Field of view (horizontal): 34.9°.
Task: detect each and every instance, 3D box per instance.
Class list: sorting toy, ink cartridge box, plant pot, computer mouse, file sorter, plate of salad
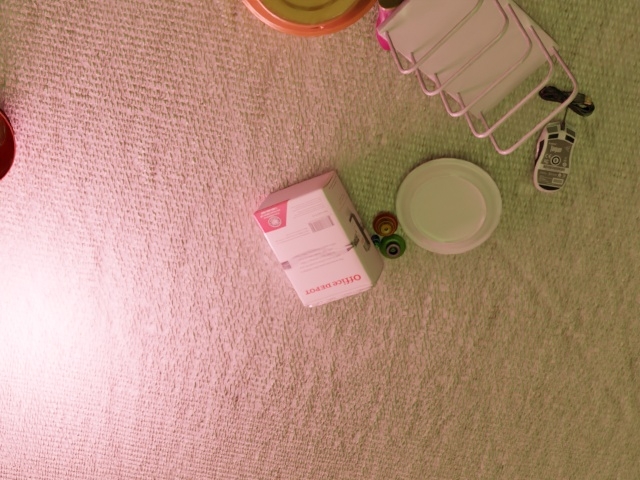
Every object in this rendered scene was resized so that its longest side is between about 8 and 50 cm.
[{"bbox_3d":[0.127,-0.002,1.945,0.061,0.042,0.102,-18,111,7],"label":"sorting toy"},{"bbox_3d":[0.000,0.000,1.901,0.158,0.092,0.218,-18,110,26],"label":"ink cartridge box"},{"bbox_3d":[-0.019,-0.469,1.669,0.290,0.203,0.291,0,111,0],"label":"plant pot"},{"bbox_3d":[0.433,-0.184,1.875,0.106,0.042,0.193,10,106,-9],"label":"computer mouse"},{"bbox_3d":[0.270,-0.302,1.704,0.277,0.173,0.193,33,117,-32],"label":"file sorter"},{"bbox_3d":[0.242,-0.067,1.918,0.199,0.048,0.200,4,118,8],"label":"plate of salad"}]

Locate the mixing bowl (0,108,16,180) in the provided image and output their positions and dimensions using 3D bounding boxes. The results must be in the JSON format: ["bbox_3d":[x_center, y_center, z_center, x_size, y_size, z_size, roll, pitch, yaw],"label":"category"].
[{"bbox_3d":[-0.628,-0.190,1.836,0.181,0.098,0.182,0,113,-1],"label":"mixing bowl"}]

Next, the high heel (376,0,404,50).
[{"bbox_3d":[0.213,-0.407,1.781,0.244,0.082,0.117,-23,151,-8],"label":"high heel"}]
